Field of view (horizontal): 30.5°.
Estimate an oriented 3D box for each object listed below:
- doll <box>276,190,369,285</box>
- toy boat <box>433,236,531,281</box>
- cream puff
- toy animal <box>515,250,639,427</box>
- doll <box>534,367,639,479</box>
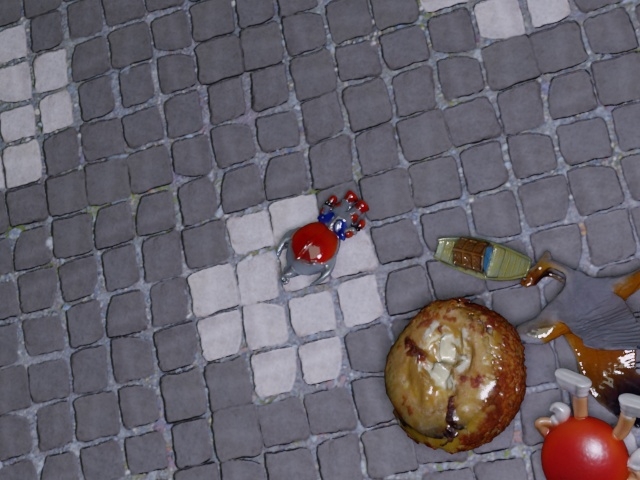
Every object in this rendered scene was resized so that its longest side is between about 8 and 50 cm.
[{"bbox_3d":[-0.001,0.000,1.961,0.104,0.062,0.194,42,84,4],"label":"doll"},{"bbox_3d":[0.257,0.029,1.854,0.172,0.066,0.065,14,81,35],"label":"toy boat"},{"bbox_3d":[0.210,0.208,1.781,0.240,0.164,0.240,-15,60,28],"label":"cream puff"},{"bbox_3d":[0.450,0.075,1.767,0.302,0.225,0.284,29,68,33],"label":"toy animal"},{"bbox_3d":[0.401,0.306,1.723,0.183,0.085,0.217,19,114,26],"label":"doll"}]
